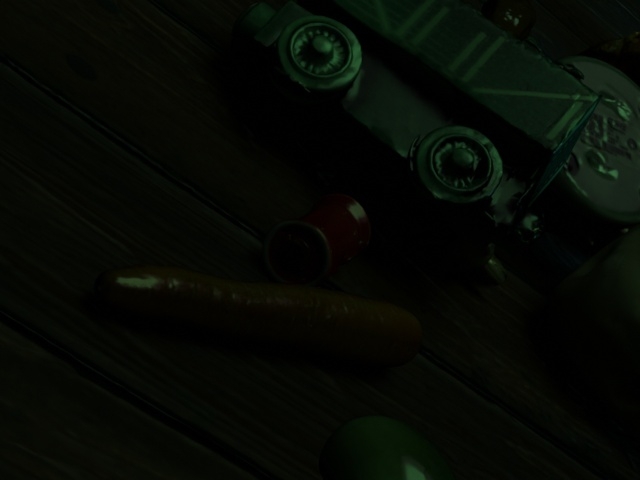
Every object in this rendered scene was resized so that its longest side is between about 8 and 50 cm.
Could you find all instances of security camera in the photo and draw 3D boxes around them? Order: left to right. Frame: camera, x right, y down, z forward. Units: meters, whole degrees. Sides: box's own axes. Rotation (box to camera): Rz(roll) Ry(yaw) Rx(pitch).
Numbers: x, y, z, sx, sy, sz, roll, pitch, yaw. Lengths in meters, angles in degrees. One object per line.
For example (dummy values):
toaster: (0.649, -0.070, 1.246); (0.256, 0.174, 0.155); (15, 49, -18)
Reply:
security camera: (0.167, -0.099, 1.093); (0.302, 0.080, 0.157); (17, 61, -23)

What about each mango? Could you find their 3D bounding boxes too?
mango: (0.285, -0.004, 1.202); (0.098, 0.075, 0.190); (50, 13, 5)

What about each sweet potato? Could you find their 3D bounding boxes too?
sweet potato: (0.173, -0.200, 1.209); (0.053, 0.054, 0.182); (65, 22, -15)
sweet potato: (0.191, -0.079, 1.185); (0.059, 0.069, 0.249); (16, 44, -26)

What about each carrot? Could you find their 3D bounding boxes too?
carrot: (-0.026, 0.042, 0.732); (0.248, 0.043, 0.043); (14, 40, -45)

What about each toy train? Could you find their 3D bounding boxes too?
toy train: (0.065, -0.103, 0.923); (0.269, 0.115, 0.154); (37, 67, 12)

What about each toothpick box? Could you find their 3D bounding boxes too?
toothpick box: (0.000, 0.000, 0.822); (0.047, 0.047, 0.083); (48, 26, 4)

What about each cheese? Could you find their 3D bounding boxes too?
cheese: (0.283, 0.089, 1.034); (0.235, 0.117, 0.218); (12, 43, -51)

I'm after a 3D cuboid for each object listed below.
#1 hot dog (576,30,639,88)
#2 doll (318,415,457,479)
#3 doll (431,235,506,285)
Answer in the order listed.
hot dog: (0.326, -0.122, 1.255); (0.150, 0.153, 0.257); (21, 2, -34)
doll: (0.016, 0.212, 0.398); (0.322, 0.186, 0.198); (-118, -174, -64)
doll: (0.122, 0.006, 0.989); (0.061, 0.051, 0.093); (51, 24, 25)
